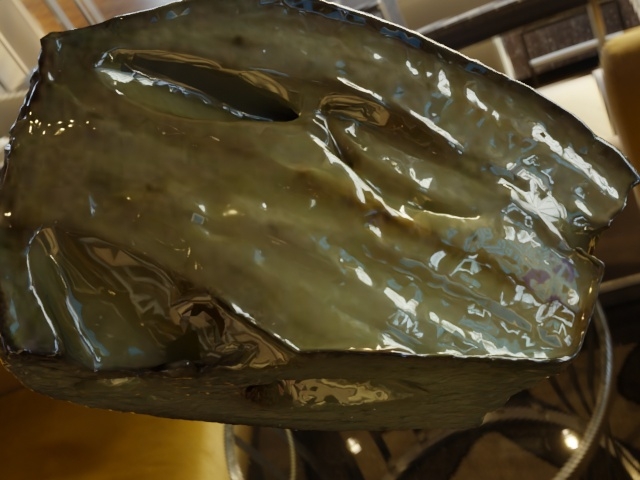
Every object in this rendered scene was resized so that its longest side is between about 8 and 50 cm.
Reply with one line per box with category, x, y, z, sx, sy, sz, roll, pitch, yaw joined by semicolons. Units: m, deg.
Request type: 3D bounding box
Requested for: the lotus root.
lotus root;-0.002;0.003;0.470;0.142;0.314;0.210;146;139;-64
